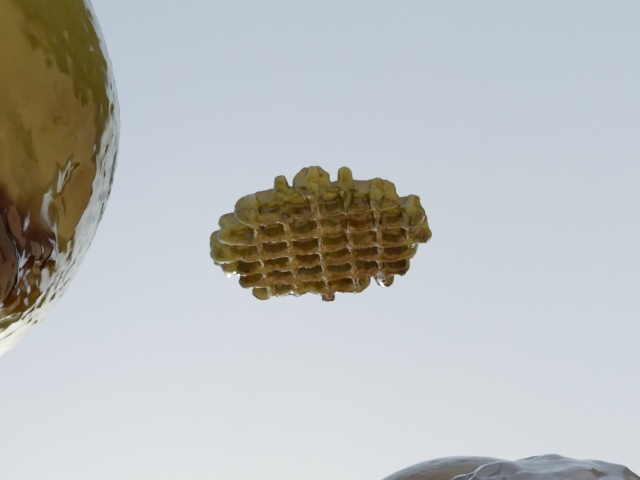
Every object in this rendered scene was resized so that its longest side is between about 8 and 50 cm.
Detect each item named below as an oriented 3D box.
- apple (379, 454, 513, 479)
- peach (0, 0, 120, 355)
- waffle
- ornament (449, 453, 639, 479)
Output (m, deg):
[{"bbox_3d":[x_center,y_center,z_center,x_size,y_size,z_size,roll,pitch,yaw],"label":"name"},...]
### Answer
[{"bbox_3d":[0.153,0.384,1.791,0.339,0.339,0.339,-17,-59,-31],"label":"apple"},{"bbox_3d":[-0.247,-0.057,0.774,0.281,0.315,0.314,24,-116,-57],"label":"peach"},{"bbox_3d":[-0.001,-0.003,1.464,0.191,0.038,0.191,-4,-32,-2],"label":"waffle"},{"bbox_3d":[0.158,0.323,1.195,0.337,0.337,0.337,-17,-59,-31],"label":"ornament"}]
